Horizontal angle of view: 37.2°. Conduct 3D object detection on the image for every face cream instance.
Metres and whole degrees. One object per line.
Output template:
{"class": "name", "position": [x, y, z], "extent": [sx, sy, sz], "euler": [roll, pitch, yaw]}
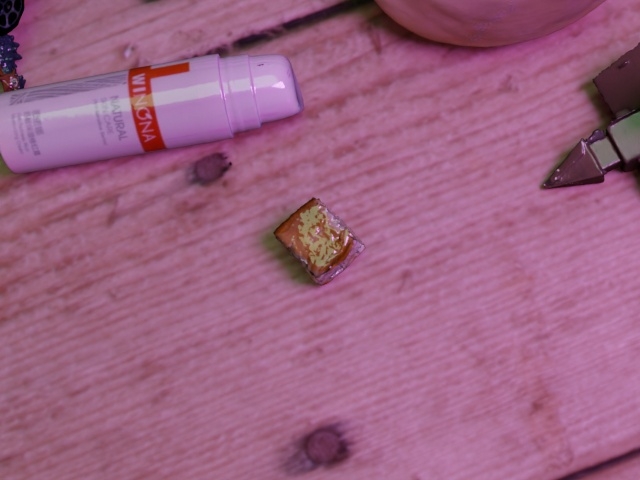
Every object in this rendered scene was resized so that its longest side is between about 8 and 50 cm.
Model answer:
{"class": "face cream", "position": [-0.194, -0.152, 1.100], "extent": [0.345, 0.102, 0.102], "euler": [-11, 75, 1]}

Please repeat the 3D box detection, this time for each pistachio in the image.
{"class": "pistachio", "position": [0.197, -0.343, 1.080], "extent": [0.321, 0.229, 0.238], "euler": [-6, 117, -5]}

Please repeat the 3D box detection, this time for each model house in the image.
{"class": "model house", "position": [0.361, -0.120, 1.056], "extent": [0.248, 0.176, 0.181], "euler": [-29, 76, 11]}

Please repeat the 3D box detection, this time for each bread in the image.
{"class": "bread", "position": [-0.001, 0.001, 1.069], "extent": [0.070, 0.076, 0.083], "euler": [-42, 78, 3]}

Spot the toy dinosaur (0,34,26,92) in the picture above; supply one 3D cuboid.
{"class": "toy dinosaur", "position": [-0.395, -0.235, 1.155], "extent": [0.055, 0.049, 0.154], "euler": [-22, 76, -5]}

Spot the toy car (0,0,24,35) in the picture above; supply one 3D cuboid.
{"class": "toy car", "position": [-0.405, -0.412, 1.126], "extent": [0.213, 0.176, 0.359], "euler": [24, 62, 9]}
